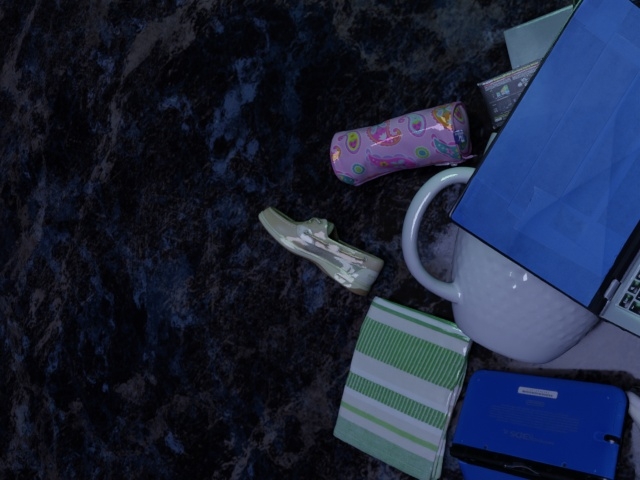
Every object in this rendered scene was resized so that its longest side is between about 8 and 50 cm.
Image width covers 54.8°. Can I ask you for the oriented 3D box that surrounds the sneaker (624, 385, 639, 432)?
[{"bbox_3d":[0.576,0.374,0.986,0.118,0.110,0.292,-46,67,31],"label":"sneaker"}]

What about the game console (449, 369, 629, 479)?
[{"bbox_3d":[0.400,0.388,1.093,0.293,0.173,0.250,-3,56,46],"label":"game console"}]

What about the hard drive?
[{"bbox_3d":[0.417,-0.367,1.140,0.135,0.022,0.094,-15,81,29],"label":"hard drive"}]

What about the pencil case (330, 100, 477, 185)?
[{"bbox_3d":[0.162,-0.189,1.233,0.284,0.124,0.124,-9,84,29],"label":"pencil case"}]

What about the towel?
[{"bbox_3d":[0.168,0.300,1.267,0.248,0.038,0.324,18,100,31],"label":"towel"}]

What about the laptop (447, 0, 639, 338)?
[{"bbox_3d":[0.455,-0.073,0.751,0.408,0.236,0.382,32,91,46],"label":"laptop"}]

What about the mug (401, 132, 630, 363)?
[{"bbox_3d":[0.313,0.008,1.010,0.374,0.276,0.328,15,103,-12],"label":"mug"}]

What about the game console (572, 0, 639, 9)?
[{"bbox_3d":[0.498,-0.422,1.054,0.122,0.107,0.071,-2,116,18],"label":"game console"}]

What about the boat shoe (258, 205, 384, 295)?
[{"bbox_3d":[0.000,0.000,1.336,0.302,0.109,0.098,35,101,21],"label":"boat shoe"}]

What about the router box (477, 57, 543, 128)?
[{"bbox_3d":[0.366,-0.272,1.145,0.122,0.038,0.092,-17,97,30],"label":"router box"}]
